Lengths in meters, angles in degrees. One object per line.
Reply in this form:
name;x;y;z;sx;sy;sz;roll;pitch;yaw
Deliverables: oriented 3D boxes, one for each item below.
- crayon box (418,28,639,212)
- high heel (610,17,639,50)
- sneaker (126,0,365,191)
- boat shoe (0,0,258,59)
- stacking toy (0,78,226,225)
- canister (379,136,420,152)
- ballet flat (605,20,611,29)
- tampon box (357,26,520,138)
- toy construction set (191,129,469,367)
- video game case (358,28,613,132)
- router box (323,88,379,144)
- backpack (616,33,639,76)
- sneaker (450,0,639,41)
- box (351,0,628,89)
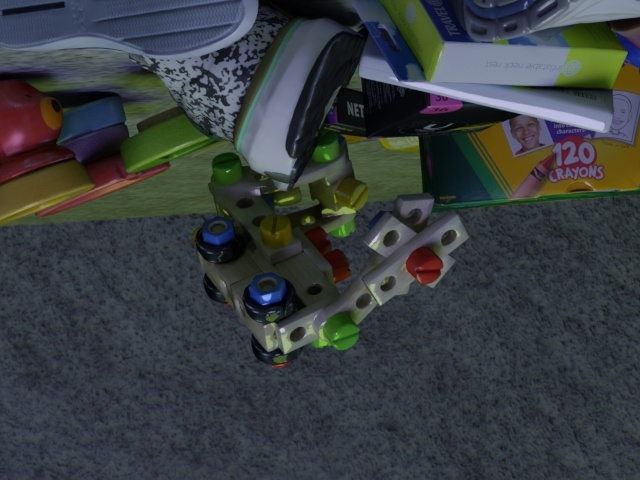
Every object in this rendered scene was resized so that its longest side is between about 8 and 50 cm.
crayon box;0.230;-0.121;1.706;0.278;0.165;0.081;-5;176;-5
high heel;0.390;-0.156;1.222;0.181;0.127;0.377;34;157;-30
sneaker;-0.069;-0.148;1.500;0.182;0.158;0.410;27;179;-2
boat shoe;-0.130;-0.172;1.250;0.226;0.083;0.076;6;-166;30
stacking toy;-0.212;-0.123;1.791;0.279;0.130;0.309;-22;-179;6
canister;0.162;-0.141;2.014;0.170;0.073;0.126;-7;176;42
ballet flat;0.181;-0.202;1.443;0.057;0.049;0.173;10;-179;44
tampon box;0.115;-0.152;1.557;0.120;0.101;0.161;-5;176;-17
toy construction set;0.000;0.000;1.684;0.215;0.151;0.327;-24;-152;-17
video game case;0.131;-0.141;1.383;0.190;0.022;0.173;13;-154;2
router box;-0.004;-0.137;2.048;0.133;0.046;0.179;-7;176;26
backpack;0.323;-0.178;1.499;0.098;0.101;0.120;-11;177;-39
sneaker;0.226;-0.197;1.194;0.297;0.111;0.129;3;-169;45
box;0.124;-0.159;1.319;0.178;0.109;0.042;0;131;-26
